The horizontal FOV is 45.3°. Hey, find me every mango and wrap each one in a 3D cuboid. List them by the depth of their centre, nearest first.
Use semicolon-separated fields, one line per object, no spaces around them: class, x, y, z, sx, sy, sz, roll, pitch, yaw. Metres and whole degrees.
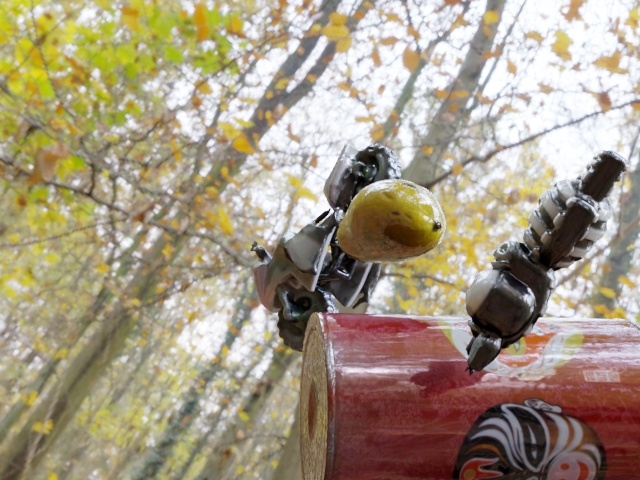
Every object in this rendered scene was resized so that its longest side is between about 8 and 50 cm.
mango;0.073;-0.016;0.854;0.103;0.076;0.161;27;-26;-17

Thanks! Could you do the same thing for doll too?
doll;0.178;0.019;0.642;0.067;0.219;0.091;34;7;7

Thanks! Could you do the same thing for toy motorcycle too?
toy motorcycle;0.000;0.000;1.157;0.143;0.326;0.188;26;-3;-40

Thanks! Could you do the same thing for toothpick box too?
toothpick box;0.154;0.176;0.783;0.334;0.204;0.204;3;-32;-8
